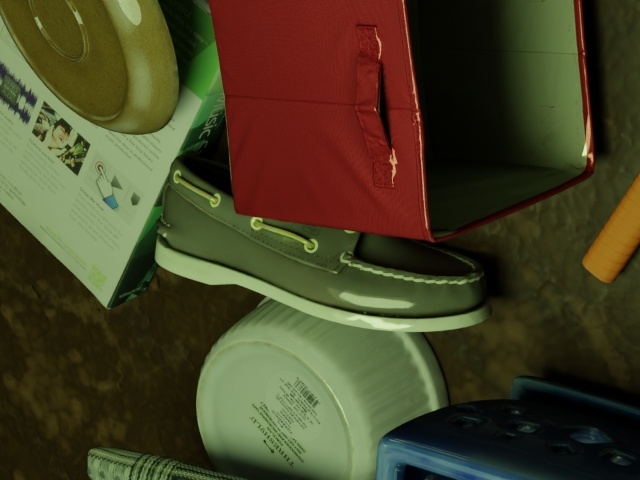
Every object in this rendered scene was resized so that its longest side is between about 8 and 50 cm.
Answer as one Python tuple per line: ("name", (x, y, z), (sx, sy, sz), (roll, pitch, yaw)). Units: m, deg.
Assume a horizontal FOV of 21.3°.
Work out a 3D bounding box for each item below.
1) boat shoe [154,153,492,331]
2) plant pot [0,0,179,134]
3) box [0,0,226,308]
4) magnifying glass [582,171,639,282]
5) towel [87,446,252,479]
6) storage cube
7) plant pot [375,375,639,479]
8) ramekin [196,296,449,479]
("boat shoe", (-0.002, 0.001, 1.356), (0.305, 0.109, 0.091), (14, 108, 30))
("plant pot", (-0.202, -0.183, 1.364), (0.236, 0.032, 0.236), (38, 148, 30))
("box", (-0.194, -0.130, 1.494), (0.232, 0.058, 0.322), (43, 129, 18))
("magnifying glass", (0.250, -0.062, 1.192), (0.092, 0.026, 0.231), (41, 128, 19))
("towel", (-0.012, 0.298, 1.438), (0.312, 0.056, 0.324), (8, 140, 33))
("storage cube", (0.058, -0.116, 1.204), (0.193, 0.215, 0.183), (8, 112, 43))
("plant pot", (0.188, 0.235, 1.228), (0.236, 0.212, 0.236), (15, 114, 33))
("ramekin", (-0.008, 0.141, 1.414), (0.207, 0.109, 0.207), (14, 115, 34))
